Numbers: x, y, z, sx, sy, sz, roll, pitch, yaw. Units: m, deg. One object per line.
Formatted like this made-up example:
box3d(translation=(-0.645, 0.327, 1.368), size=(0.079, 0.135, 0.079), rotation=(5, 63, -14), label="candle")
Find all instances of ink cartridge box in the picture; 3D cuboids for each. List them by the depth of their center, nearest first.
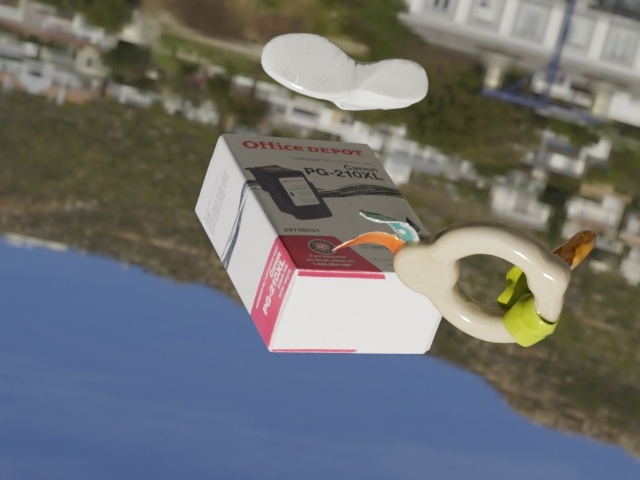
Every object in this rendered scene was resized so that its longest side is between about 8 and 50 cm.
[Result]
box3d(translation=(0.000, 0.000, 1.590), size=(0.172, 0.100, 0.237), rotation=(3, -146, -26), label="ink cartridge box")

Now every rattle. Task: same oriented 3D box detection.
box3d(translation=(0.130, -0.005, 1.428), size=(0.199, 0.143, 0.130), rotation=(20, 152, 14), label="rattle")

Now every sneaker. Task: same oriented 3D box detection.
box3d(translation=(0.020, -0.194, 2.021), size=(0.212, 0.080, 0.094), rotation=(12, 163, -17), label="sneaker")
